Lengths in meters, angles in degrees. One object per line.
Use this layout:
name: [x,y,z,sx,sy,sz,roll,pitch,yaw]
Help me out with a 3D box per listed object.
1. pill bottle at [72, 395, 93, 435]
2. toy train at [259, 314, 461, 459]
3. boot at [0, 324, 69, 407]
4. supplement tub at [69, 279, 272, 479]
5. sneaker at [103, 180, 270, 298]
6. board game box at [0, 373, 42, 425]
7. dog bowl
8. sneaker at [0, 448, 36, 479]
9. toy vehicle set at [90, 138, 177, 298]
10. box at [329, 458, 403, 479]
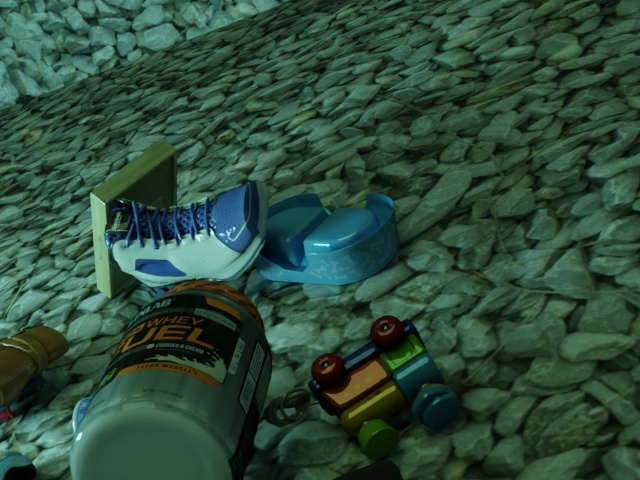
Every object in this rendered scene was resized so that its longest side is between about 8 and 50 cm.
pill bottle: [-0.268,0.246,1.697,0.137,0.078,0.078,-14,28,23]
toy train: [0.041,0.213,1.487,0.248,0.105,0.143,-32,43,-5]
boot: [-0.546,0.200,1.930,0.283,0.109,0.220,-5,25,49]
supplement tub: [-0.164,0.187,1.450,0.194,0.193,0.316,-18,23,15]
sneaker: [-0.236,-0.004,1.938,0.315,0.182,0.127,-28,48,41]
board game box: [-0.511,0.264,1.936,0.133,0.033,0.169,-4,27,46]
dog bowl: [0.000,0.000,1.937,0.297,0.074,0.166,1,36,44]
sneaker: [-0.460,0.350,1.687,0.073,0.063,0.162,7,40,43]
toy vehicle set: [-0.316,-0.033,2.094,0.035,0.266,0.166,36,56,20]
box: [-0.023,0.312,1.057,0.203,0.168,0.167,-11,-16,-44]
